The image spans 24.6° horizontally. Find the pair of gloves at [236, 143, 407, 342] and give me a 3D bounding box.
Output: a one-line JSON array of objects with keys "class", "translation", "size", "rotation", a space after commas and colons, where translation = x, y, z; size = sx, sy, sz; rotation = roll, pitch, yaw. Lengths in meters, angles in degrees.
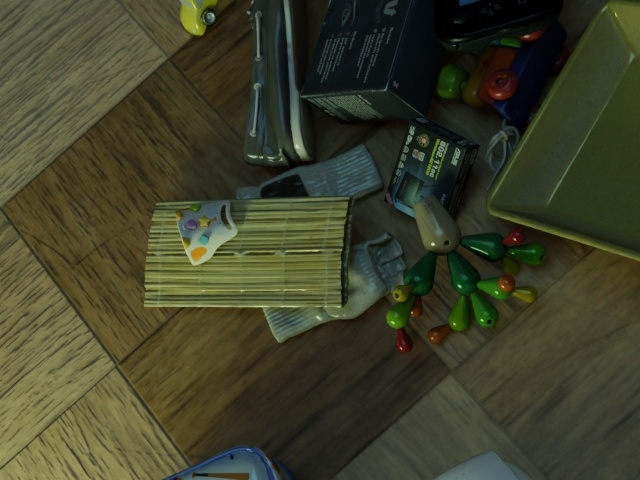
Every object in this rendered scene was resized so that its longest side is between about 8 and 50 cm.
[{"class": "pair of gloves", "translation": [0.000, 0.000, 1.948], "size": [0.204, 0.042, 0.240], "rotation": [-20, 64, 12]}]

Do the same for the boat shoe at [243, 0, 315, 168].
[{"class": "boat shoe", "translation": [-0.070, -0.259, 2.043], "size": [0.095, 0.112, 0.335], "rotation": [-9, 69, 12]}]

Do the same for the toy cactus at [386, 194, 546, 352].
[{"class": "toy cactus", "translation": [0.164, 0.029, 1.829], "size": [0.219, 0.112, 0.180], "rotation": [-29, 75, 8]}]

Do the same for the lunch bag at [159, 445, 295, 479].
[{"class": "lunch bag", "translation": [-0.105, 0.414, 1.775], "size": [0.243, 0.115, 0.303], "rotation": [-23, 62, 7]}]

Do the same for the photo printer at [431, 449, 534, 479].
[{"class": "photo printer", "translation": [0.195, 0.409, 1.667], "size": [0.256, 0.107, 0.307], "rotation": [-41, 61, 0]}]

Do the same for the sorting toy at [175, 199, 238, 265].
[{"class": "sorting toy", "translation": [-0.150, -0.021, 1.965], "size": [0.075, 0.045, 0.083], "rotation": [-19, 66, 4]}]

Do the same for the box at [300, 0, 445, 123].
[{"class": "box", "translation": [0.076, -0.245, 1.967], "size": [0.158, 0.093, 0.156], "rotation": [1, 68, 44]}]

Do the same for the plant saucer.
[{"class": "plant saucer", "translation": [0.409, -0.121, 1.781], "size": [0.332, 0.081, 0.333], "rotation": [21, 76, 49]}]

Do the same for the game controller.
[{"class": "game controller", "translation": [0.232, -0.352, 1.923], "size": [0.166, 0.067, 0.319], "rotation": [-22, 34, 20]}]

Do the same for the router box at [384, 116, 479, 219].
[{"class": "router box", "translation": [0.143, -0.086, 1.899], "size": [0.092, 0.038, 0.122], "rotation": [29, 115, 28]}]

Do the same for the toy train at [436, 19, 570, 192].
[{"class": "toy train", "translation": [0.211, -0.191, 1.923], "size": [0.143, 0.105, 0.248], "rotation": [19, 77, 37]}]

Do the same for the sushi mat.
[{"class": "sushi mat", "translation": [-0.100, 0.016, 1.955], "size": [0.316, 0.019, 0.151], "rotation": [-1, 77, 30]}]

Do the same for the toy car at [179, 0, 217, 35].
[{"class": "toy car", "translation": [-0.134, -0.434, 2.116], "size": [0.225, 0.053, 0.239], "rotation": [-21, 59, 46]}]
